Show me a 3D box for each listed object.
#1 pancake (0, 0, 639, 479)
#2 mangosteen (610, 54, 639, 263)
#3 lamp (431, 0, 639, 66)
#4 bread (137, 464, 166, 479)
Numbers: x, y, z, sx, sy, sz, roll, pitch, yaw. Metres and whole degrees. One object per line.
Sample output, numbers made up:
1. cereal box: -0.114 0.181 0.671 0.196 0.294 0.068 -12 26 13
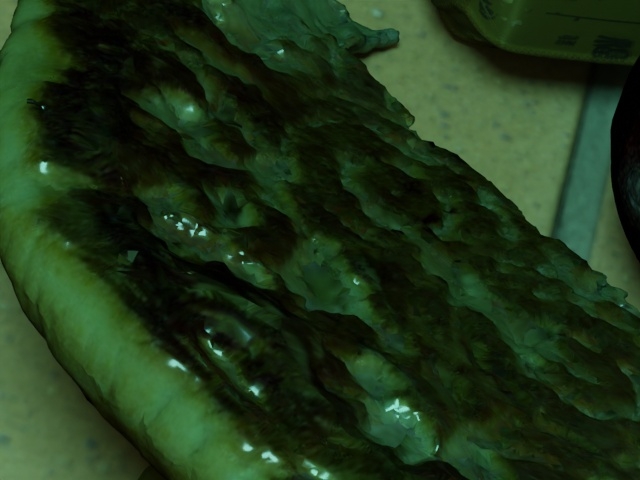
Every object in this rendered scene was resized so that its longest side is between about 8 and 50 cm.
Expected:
1. pancake: -0.004 0.001 0.802 0.304 0.067 0.427 -4 42 -44
2. mangosteen: 0.231 -0.036 0.857 0.209 0.210 0.210 7 54 -10
3. lamp: 0.148 -0.163 0.957 0.185 0.161 0.161 -1 56 -13
4. bread: 0.029 0.172 0.726 0.269 0.098 0.087 45 13 18
